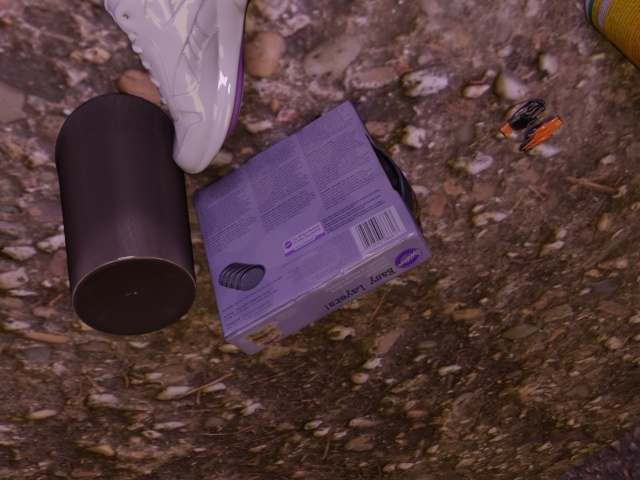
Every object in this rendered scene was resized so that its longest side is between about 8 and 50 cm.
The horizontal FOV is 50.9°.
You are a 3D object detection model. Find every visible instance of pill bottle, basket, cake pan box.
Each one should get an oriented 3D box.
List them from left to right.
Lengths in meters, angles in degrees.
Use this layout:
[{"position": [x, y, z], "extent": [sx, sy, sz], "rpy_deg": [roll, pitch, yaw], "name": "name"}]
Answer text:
[{"position": [-0.220, -0.020, 0.770], "extent": [0.154, 0.227, 0.204], "rpy_deg": [-6, 136, -16], "name": "basket"}, {"position": [-0.020, -0.025, 0.833], "extent": [0.266, 0.246, 0.070], "rpy_deg": [-31, 141, 10], "name": "cake pan box"}, {"position": [0.414, -0.250, 0.790], "extent": [0.117, 0.208, 0.118], "rpy_deg": [-11, 138, -10], "name": "pill bottle"}]

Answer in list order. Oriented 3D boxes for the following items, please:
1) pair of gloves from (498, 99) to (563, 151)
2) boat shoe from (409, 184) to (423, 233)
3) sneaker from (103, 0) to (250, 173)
[{"position": [0.309, -0.168, 0.987], "extent": [0.074, 0.010, 0.083], "rpy_deg": [-41, 132, 23], "name": "pair of gloves"}, {"position": [0.000, 0.000, 0.982], "extent": [0.307, 0.111, 0.104], "rpy_deg": [-26, 136, -8], "name": "boat shoe"}, {"position": [-0.150, -0.212, 0.699], "extent": [0.152, 0.114, 0.305], "rpy_deg": [2, 126, -14], "name": "sneaker"}]
